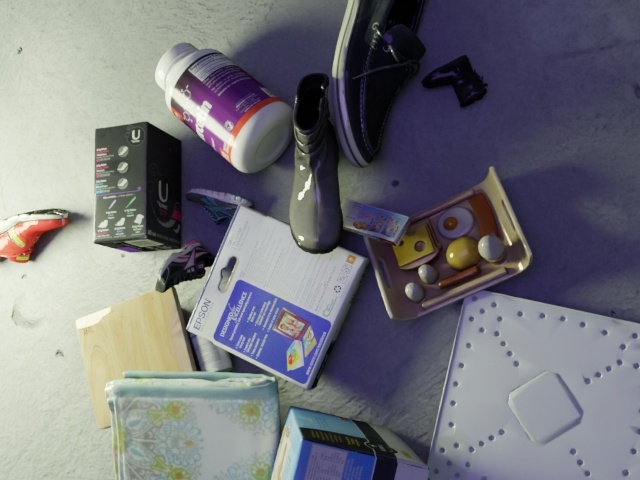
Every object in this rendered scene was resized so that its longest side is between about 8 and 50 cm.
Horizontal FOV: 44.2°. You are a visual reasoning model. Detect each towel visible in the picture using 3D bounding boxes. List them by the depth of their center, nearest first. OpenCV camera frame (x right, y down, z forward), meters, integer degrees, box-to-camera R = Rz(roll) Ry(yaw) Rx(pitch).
[{"bbox_3d":[-0.264,0.437,1.662,0.374,0.090,0.320,0,102,11],"label":"towel"}]

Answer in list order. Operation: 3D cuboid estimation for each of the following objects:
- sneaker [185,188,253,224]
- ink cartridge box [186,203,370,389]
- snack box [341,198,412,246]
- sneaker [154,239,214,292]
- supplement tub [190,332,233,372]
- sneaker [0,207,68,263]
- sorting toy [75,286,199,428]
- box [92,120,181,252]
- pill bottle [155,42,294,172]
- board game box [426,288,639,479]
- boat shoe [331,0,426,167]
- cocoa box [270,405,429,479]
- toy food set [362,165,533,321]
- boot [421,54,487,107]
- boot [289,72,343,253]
[{"bbox_3d":[-0.240,-0.075,1.810,0.166,0.065,0.076,12,89,21],"label":"sneaker"},{"bbox_3d":[-0.091,0.117,1.687,0.307,0.072,0.303,24,91,19],"label":"ink cartridge box"},{"bbox_3d":[0.104,-0.040,1.654,0.178,0.022,0.064,19,70,41],"label":"snack box"},{"bbox_3d":[-0.296,0.062,1.757,0.077,0.178,0.072,28,131,10],"label":"sneaker"},{"bbox_3d":[-0.242,0.244,1.750,0.071,0.071,0.107,-24,74,13],"label":"supplement tub"},{"bbox_3d":[-0.733,-0.005,1.953,0.279,0.107,0.118,-16,95,18],"label":"sneaker"},{"bbox_3d":[-0.399,0.265,1.787,0.255,0.089,0.257,-20,75,13],"label":"sorting toy"},{"bbox_3d":[-0.419,-0.118,1.818,0.143,0.165,0.270,-5,80,17],"label":"box"},{"bbox_3d":[-0.222,-0.308,1.778,0.323,0.181,0.181,40,94,20],"label":"pill bottle"},{"bbox_3d":[0.436,0.322,1.529,0.390,0.050,0.390,12,85,19],"label":"board game box"},{"bbox_3d":[0.135,-0.399,1.680,0.156,0.187,0.500,6,77,25],"label":"boat shoe"},{"bbox_3d":[0.032,0.461,1.449,0.228,0.347,0.231,14,86,-5],"label":"cocoa box"},{"bbox_3d":[0.249,0.006,1.593,0.306,0.092,0.220,-25,61,14],"label":"toy food set"},{"bbox_3d":[0.290,-0.331,1.691,0.121,0.045,0.099,-28,76,11],"label":"boot"},{"bbox_3d":[-0.020,-0.160,1.613,0.118,0.223,0.338,-5,58,2],"label":"boot"}]
